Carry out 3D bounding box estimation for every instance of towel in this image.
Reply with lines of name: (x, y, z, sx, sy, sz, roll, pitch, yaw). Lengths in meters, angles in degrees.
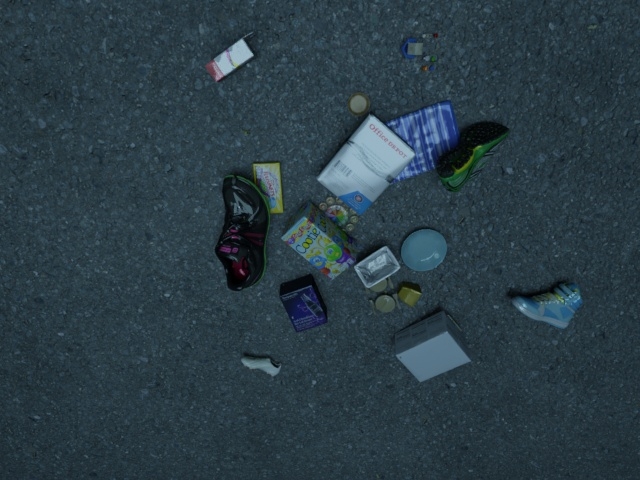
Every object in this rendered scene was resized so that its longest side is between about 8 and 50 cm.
towel: (0.367, -0.367, 1.626, 0.336, 0.040, 0.243, -19, 112, 6)

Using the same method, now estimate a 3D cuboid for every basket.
basket: (0.240, 0.108, 1.773, 0.167, 0.103, 0.113, -33, 84, 10)

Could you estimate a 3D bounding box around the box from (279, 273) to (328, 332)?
box: (-0.072, 0.273, 1.844, 0.153, 0.108, 0.207, -20, 113, 7)

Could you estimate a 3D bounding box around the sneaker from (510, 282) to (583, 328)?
sneaker: (1.010, 0.254, 1.871, 0.319, 0.127, 0.208, 18, 113, -20)

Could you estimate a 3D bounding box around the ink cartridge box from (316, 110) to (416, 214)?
ink cartridge box: (0.169, -0.288, 1.581, 0.223, 0.129, 0.307, 38, 112, -10)

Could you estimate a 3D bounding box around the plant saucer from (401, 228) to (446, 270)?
plant saucer: (0.436, 0.036, 1.801, 0.195, 0.037, 0.195, -1, 112, -2)

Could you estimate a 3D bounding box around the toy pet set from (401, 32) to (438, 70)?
toy pet set: (0.347, -0.668, 1.498, 0.114, 0.065, 0.122, -16, 121, -33)

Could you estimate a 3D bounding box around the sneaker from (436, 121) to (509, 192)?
sneaker: (0.568, -0.319, 1.586, 0.343, 0.134, 0.146, -40, 137, -10)

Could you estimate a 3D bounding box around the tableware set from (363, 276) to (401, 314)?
tableware set: (0.271, 0.228, 1.878, 0.128, 0.039, 0.194, -16, 107, 17)

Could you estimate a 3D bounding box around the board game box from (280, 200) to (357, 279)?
board game box: (0.000, 0.000, 1.699, 0.275, 0.144, 0.142, 40, 118, -17)

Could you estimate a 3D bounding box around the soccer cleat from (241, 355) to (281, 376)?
soccer cleat: (-0.277, 0.575, 1.992, 0.196, 0.068, 0.076, 27, 105, -20)

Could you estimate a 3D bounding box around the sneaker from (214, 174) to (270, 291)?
sneaker: (-0.306, -0.015, 1.649, 0.185, 0.202, 0.483, 4, 113, 16)

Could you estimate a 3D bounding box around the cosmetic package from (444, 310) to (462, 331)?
cosmetic package: (0.594, 0.385, 1.953, 0.060, 0.041, 0.115, -40, 109, 14)

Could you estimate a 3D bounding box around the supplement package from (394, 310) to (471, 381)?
supplement package: (0.501, 0.480, 1.908, 0.262, 0.145, 0.204, -33, 111, 25)

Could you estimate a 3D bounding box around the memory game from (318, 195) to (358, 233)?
memory game: (0.068, -0.099, 1.743, 0.186, 0.012, 0.186, -1, 113, -2)

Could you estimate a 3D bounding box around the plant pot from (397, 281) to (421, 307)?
plant pot: (0.385, 0.229, 1.862, 0.083, 0.081, 0.081, 26, 110, -1)

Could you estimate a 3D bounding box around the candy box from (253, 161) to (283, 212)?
candy box: (-0.206, -0.208, 1.678, 0.105, 0.027, 0.206, -4, 114, -3)

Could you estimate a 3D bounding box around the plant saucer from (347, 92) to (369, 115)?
plant saucer: (0.140, -0.506, 1.570, 0.083, 0.015, 0.083, -1, 114, -2)

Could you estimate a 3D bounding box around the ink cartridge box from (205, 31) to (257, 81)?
ink cartridge box: (-0.287, -0.626, 1.448, 0.198, 0.115, 0.067, -31, 110, 11)
